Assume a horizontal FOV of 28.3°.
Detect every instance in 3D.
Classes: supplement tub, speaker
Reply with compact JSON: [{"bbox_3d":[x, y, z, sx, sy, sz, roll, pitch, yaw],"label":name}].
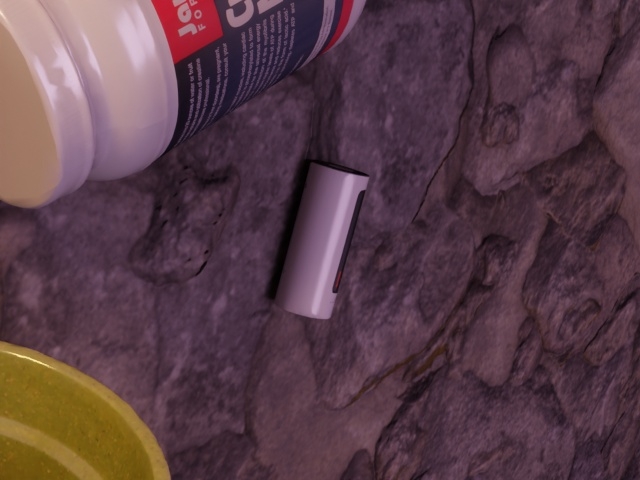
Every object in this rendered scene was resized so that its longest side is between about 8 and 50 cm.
[{"bbox_3d":[-0.116,-0.157,0.811,0.272,0.191,0.191,-37,132,-34],"label":"supplement tub"},{"bbox_3d":[0.000,0.000,1.135,0.055,0.055,0.136,6,101,-51],"label":"speaker"}]

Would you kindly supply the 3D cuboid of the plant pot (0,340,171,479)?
[{"bbox_3d":[-0.253,0.239,0.803,0.276,0.276,0.254,-14,128,-46],"label":"plant pot"}]
